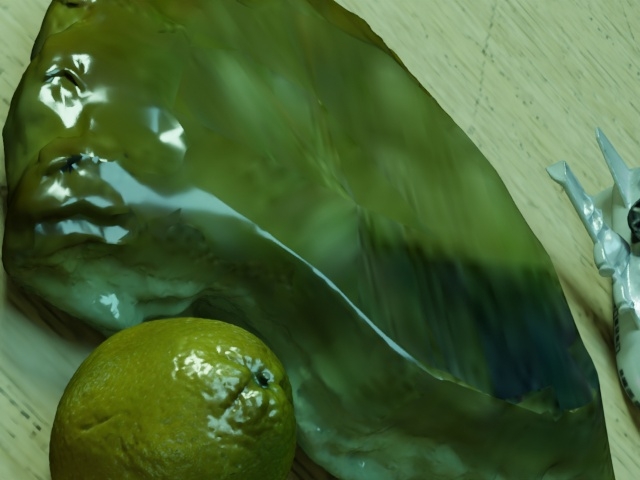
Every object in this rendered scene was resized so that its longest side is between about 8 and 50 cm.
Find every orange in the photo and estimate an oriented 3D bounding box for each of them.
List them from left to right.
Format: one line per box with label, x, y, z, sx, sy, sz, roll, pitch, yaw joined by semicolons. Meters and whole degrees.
orange;-0.049;0.068;0.659;0.085;0.095;0.085;31;45;-36

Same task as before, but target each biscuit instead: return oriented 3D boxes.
biscuit;0.000;0.000;0.801;0.335;0.078;0.329;-10;64;-56

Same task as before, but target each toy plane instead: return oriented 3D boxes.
toy plane;0.178;0.023;1.009;0.162;0.065;0.171;38;30;-41
